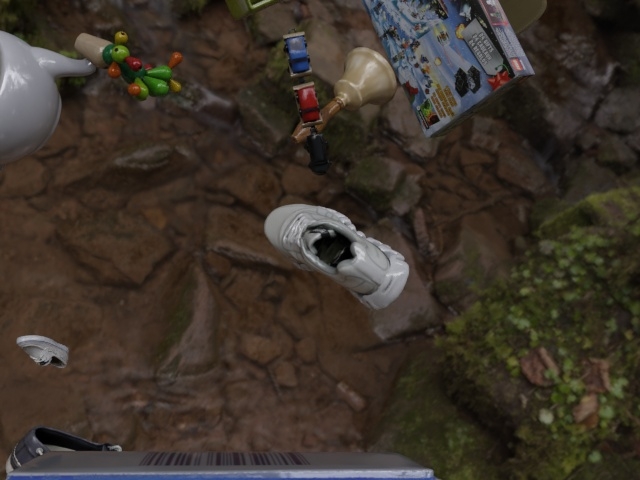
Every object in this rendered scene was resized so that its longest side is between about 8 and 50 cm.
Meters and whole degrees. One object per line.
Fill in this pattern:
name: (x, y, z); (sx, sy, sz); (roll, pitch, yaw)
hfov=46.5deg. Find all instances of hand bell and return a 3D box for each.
hand bell: (0.026, -0.255, 1.416); (0.126, 0.126, 0.242); (41, 58, 8)

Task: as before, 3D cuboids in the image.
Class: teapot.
teapot: (-0.561, -0.234, 1.333); (0.187, 0.256, 0.253); (26, 72, -58)

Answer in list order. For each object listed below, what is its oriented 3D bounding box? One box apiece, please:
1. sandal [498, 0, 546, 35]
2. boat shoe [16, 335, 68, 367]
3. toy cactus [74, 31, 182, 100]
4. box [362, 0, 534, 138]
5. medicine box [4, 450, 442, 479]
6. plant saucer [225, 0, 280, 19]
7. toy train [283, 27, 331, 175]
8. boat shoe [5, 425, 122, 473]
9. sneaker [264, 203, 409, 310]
sandal: (0.301, -0.406, 1.407); (0.088, 0.240, 0.079); (50, 20, -26)
boat shoe: (-0.409, 0.167, 1.101); (0.035, 0.100, 0.035); (-16, 63, 12)
toy cactus: (-0.340, -0.313, 1.297); (0.180, 0.112, 0.219); (30, 8, 5)
box: (0.091, -0.160, 0.564); (0.027, 0.094, 0.137); (-16, 80, -41)
medicine box: (-0.062, 0.286, 0.472); (0.263, 0.149, 0.289); (2, 80, -7)
plant saucer: (-0.083, -0.463, 1.213); (0.188, 0.188, 0.045); (-25, 48, -2)
toy train: (-0.015, -0.147, 0.794); (0.027, 0.036, 0.158); (-12, 95, 1)
boat shoe: (-0.263, 0.276, 0.889); (0.206, 0.065, 0.075); (24, 19, -20)
sneaker: (0.000, 0.000, 1.113); (0.118, 0.110, 0.292); (30, -3, -43)
